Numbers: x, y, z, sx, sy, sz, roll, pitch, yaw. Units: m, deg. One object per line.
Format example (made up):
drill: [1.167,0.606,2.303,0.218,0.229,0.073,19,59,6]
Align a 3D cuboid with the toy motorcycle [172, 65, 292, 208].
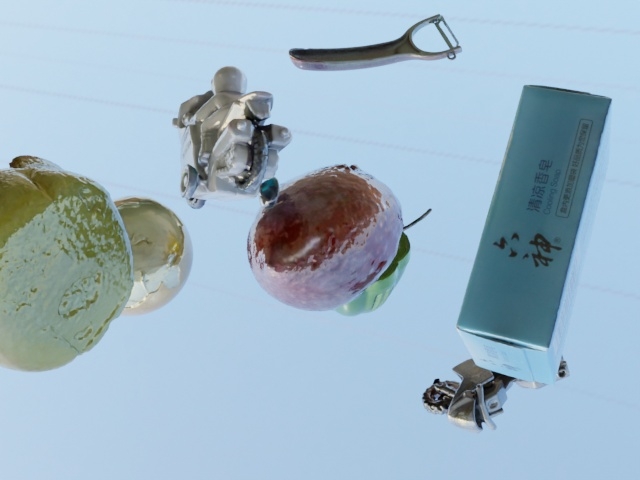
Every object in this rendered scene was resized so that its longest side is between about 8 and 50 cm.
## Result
toy motorcycle: [-0.114,-0.124,1.144,0.260,0.110,0.170,171,-78,-65]

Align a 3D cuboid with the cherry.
cherry: [0.000,0.000,1.211,0.192,0.175,0.250,-29,180,34]

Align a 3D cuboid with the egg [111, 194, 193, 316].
egg: [-0.322,0.030,1.634,0.201,0.201,0.244,-47,-174,-23]

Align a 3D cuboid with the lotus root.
lotus root: [0.051,0.054,1.523,0.186,0.186,0.186,-10,-134,11]

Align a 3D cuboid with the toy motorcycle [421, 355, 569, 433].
toy motorcycle: [0.253,0.205,1.377,0.215,0.080,0.122,-20,-158,-3]

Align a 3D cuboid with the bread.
bread: [-0.360,0.032,1.191,0.148,0.270,0.270,14,-125,39]

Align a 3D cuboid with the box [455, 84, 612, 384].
box: [0.195,-0.002,0.857,0.083,0.142,0.232,11,-106,20]

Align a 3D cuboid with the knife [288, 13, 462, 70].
knife: [0.086,-0.306,1.589,0.278,0.053,0.123,-12,-138,-9]
